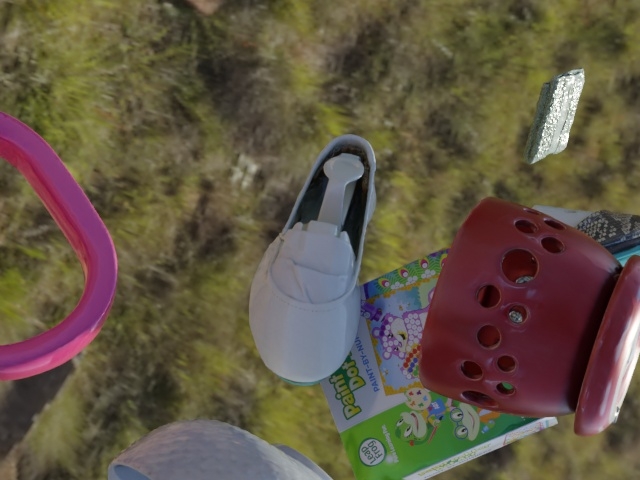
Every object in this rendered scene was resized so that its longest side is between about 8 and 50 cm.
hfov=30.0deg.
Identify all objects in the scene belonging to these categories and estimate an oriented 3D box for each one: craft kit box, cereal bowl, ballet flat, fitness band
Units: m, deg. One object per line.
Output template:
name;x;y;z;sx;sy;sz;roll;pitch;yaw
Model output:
craft kit box;0.124;0.153;1.452;0.247;0.250;0.061;-26;154;8
cereal bowl;-0.048;0.303;1.161;0.141;0.339;0.339;-39;133;-26
ballet flat;0.279;0.058;1.632;0.483;0.182;0.164;-32;156;-17
ballet flat;0.000;0.000;1.463;0.400;0.139;0.139;-73;157;-51
fitness band;-0.315;-0.007;1.104;0.209;0.291;0.054;-26;160;-30

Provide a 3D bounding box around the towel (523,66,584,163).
towel;0.361;-0.192;1.835;0.110;0.027;0.148;-23;135;-46

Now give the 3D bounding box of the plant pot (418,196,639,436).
plant pot;0.201;0.071;1.080;0.191;0.174;0.191;-52;151;-45
